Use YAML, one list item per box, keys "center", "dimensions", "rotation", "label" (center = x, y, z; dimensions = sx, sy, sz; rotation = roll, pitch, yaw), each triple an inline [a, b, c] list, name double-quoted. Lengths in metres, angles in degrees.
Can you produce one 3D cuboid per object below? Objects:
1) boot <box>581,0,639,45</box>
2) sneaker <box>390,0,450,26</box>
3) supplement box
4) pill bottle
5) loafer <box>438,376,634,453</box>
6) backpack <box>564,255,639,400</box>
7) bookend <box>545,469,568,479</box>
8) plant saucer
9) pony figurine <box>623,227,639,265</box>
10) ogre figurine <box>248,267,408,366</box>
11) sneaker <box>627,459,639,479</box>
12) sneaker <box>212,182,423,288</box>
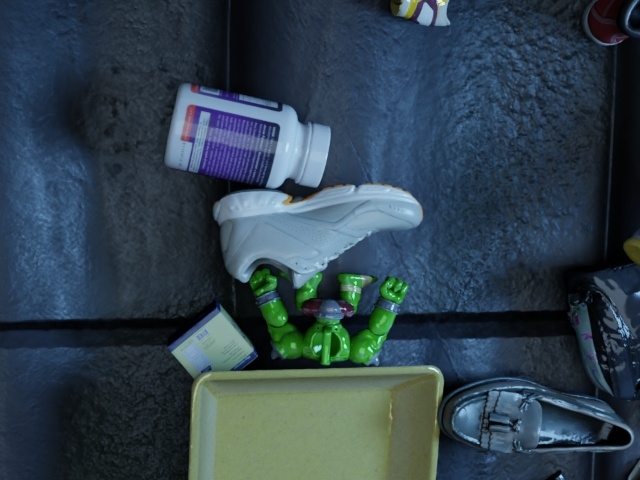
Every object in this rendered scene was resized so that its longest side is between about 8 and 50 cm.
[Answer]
- center: [0.450, -0.332, 1.440]
  dimensions: [0.244, 0.176, 0.088]
  rotation: [-41, 99, -1]
  label: "boot"
- center: [0.150, -0.361, 1.461]
  dimensions: [0.084, 0.069, 0.185]
  rotation: [13, 103, -17]
  label: "sneaker"
- center: [-0.139, 0.137, 1.504]
  dimensions: [0.083, 0.056, 0.083]
  rotation: [-39, 101, 1]
  label: "supplement box"
- center: [-0.090, -0.124, 1.444]
  dimensions: [0.193, 0.108, 0.108]
  rotation: [12, 97, -8]
  label: "pill bottle"
- center: [0.287, 0.235, 1.525]
  dimensions: [0.267, 0.084, 0.096]
  rotation: [6, 96, -22]
  label: "loafer"
- center: [0.400, 0.116, 1.532]
  dimensions: [0.152, 0.115, 0.182]
  rotation: [-11, 97, -1]
  label: "backpack"
- center: [0.295, 0.399, 1.543]
  dimensions: [0.157, 0.156, 0.072]
  rotation: [-34, 100, -1]
  label: "bookend"
- center: [-0.018, 0.316, 1.511]
  dimensions: [0.333, 0.081, 0.333]
  rotation: [1, 99, -19]
  label: "plant saucer"
- center: [0.535, -0.069, 1.427]
  dimensions: [0.363, 0.303, 0.351]
  rotation: [-46, 113, -19]
  label: "pony figurine"
- center: [0.006, 0.099, 1.497]
  dimensions: [0.197, 0.097, 0.118]
  rotation: [5, 86, -19]
  label: "ogre figurine"
- center: [0.483, 0.321, 1.605]
  dimensions: [0.134, 0.051, 0.070]
  rotation: [-30, 106, 3]
  label: "sneaker"
- center: [0.000, 0.000, 1.460]
  dimensions: [0.262, 0.099, 0.121]
  rotation: [-5, 75, -3]
  label: "sneaker"
